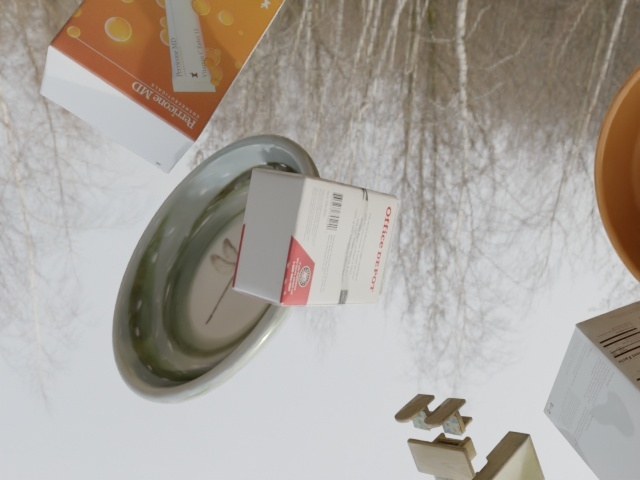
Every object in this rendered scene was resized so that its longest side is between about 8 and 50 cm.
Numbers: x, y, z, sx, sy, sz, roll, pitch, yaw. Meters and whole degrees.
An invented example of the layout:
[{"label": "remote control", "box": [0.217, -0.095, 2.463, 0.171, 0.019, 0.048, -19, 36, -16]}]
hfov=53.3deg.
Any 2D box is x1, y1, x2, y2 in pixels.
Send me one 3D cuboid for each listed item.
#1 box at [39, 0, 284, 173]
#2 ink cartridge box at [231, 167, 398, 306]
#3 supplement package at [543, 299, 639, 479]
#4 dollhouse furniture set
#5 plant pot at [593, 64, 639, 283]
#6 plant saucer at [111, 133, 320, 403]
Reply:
[{"label": "box", "box": [-0.211, -0.310, 0.931, 0.215, 0.345, 0.168, 33, 158, -18]}, {"label": "ink cartridge box", "box": [0.000, 0.000, 0.524, 0.056, 0.099, 0.135, 13, -176, 37]}, {"label": "supplement package", "box": [0.432, 0.220, 0.829, 0.149, 0.194, 0.203, -16, -138, -17]}, {"label": "dollhouse furniture set", "box": [0.246, 0.419, 1.148, 0.161, 0.212, 0.242, -29, -168, -39]}, {"label": "plant pot", "box": [0.470, -0.072, 0.658, 0.204, 0.290, 0.291, -9, -153, -23]}, {"label": "plant saucer", "box": [-0.131, 0.043, 0.896, 0.100, 0.400, 0.400, 36, -179, -38]}]
